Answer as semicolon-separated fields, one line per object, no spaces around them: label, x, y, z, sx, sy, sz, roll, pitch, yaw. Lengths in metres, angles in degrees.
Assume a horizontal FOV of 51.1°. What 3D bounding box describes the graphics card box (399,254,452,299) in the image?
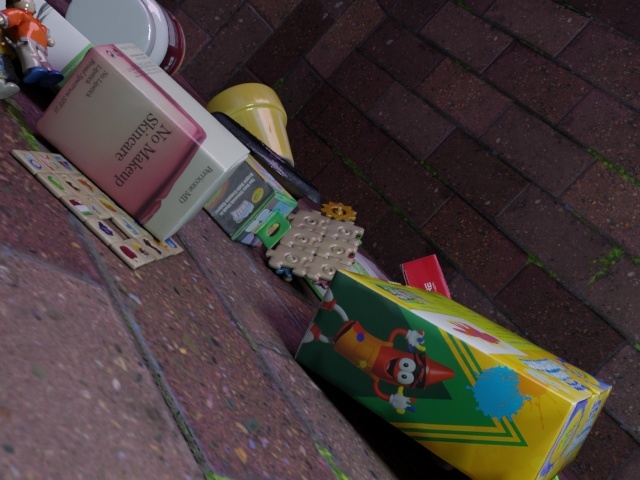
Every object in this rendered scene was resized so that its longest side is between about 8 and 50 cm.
graphics card box;0.285;0.215;1.580;0.371;0.094;0.232;61;12;-59

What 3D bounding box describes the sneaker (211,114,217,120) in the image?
sneaker;-0.248;-0.156;1.094;0.086;0.163;0.226;48;9;24

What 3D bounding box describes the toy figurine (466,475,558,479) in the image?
toy figurine;0.291;0.397;1.109;0.173;0.130;0.159;41;14;35

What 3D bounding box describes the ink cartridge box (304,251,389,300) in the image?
ink cartridge box;0.074;0.101;1.596;0.273;0.115;0.198;35;11;-50

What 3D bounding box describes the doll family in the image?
doll family;-0.458;-0.277;0.835;0.163;0.118;0.263;68;17;12

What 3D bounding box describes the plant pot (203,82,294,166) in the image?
plant pot;-0.197;-0.282;1.937;0.254;0.254;0.239;31;30;-61

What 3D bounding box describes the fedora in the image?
fedora;-0.164;-0.153;1.586;0.334;0.152;0.334;39;7;-5

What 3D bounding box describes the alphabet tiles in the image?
alphabet tiles;-0.277;-0.045;0.890;0.198;0.009;0.237;43;6;0

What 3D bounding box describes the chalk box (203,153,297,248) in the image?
chalk box;-0.143;-0.076;1.343;0.213;0.132;0.132;47;7;17

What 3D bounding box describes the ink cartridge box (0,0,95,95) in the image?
ink cartridge box;-0.436;-0.308;1.074;0.219;0.092;0.160;43;-10;-9

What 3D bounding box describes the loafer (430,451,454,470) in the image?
loafer;0.209;0.355;1.139;0.039;0.045;0.125;49;2;-15

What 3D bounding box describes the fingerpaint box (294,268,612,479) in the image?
fingerpaint box;0.234;0.217;1.071;0.371;0.163;0.445;28;6;29

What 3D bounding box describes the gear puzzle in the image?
gear puzzle;0.000;0.000;1.459;0.176;0.044;0.339;17;33;5

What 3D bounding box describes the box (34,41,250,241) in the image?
box;-0.241;-0.138;0.925;0.232;0.148;0.127;43;19;-6

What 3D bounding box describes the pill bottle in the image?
pill bottle;-0.468;-0.496;1.635;0.224;0.224;0.392;43;7;-9
